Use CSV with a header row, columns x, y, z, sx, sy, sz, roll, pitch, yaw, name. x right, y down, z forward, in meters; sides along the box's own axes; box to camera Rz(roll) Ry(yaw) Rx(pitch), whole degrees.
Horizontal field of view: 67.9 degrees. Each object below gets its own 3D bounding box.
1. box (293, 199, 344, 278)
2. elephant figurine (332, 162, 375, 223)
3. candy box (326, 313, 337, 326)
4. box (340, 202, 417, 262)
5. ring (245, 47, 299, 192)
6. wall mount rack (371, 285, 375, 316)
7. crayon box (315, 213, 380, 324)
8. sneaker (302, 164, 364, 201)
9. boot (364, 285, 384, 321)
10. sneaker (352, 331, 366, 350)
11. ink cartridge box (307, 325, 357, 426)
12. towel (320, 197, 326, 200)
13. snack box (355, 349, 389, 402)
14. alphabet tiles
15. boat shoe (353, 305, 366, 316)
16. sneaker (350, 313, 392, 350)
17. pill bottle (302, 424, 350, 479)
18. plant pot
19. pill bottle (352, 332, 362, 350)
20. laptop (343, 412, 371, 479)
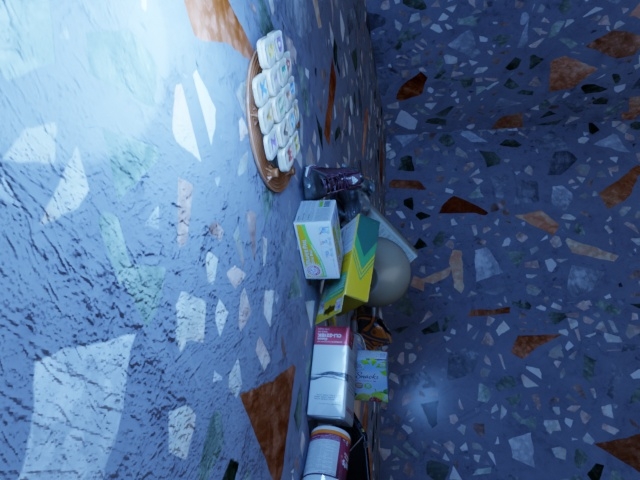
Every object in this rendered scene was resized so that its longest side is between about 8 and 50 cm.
x,y,z,sx,sy,sz,roll,pitch,yaw,name
0.000,0.000,1.357,0.114,0.103,0.203,-76,160,-51,box
0.127,-0.129,1.788,0.169,0.186,0.239,122,-18,-48,elephant figurine
0.051,0.213,1.735,0.206,0.027,0.105,-77,159,-48,candy box
0.246,-0.011,1.980,0.311,0.148,0.121,47,17,0,box
-0.099,-0.280,1.112,0.336,0.032,0.336,-1,90,-76,ring
0.185,0.161,2.126,0.304,0.131,0.350,56,34,-73,wall mount rack
0.084,0.104,1.484,0.203,0.083,0.323,138,-31,-59,crayon box
0.046,-0.185,1.441,0.281,0.163,0.106,-55,142,-69,sneaker
0.267,0.283,2.295,0.222,0.118,0.338,119,-33,-58,boot
0.139,0.495,1.960,0.163,0.086,0.226,42,49,-76,sneaker
0.044,0.427,1.491,0.197,0.114,0.272,67,24,-60,ink cartridge box
0.003,-0.033,1.553,0.144,0.029,0.197,-74,159,-44,towel
0.135,0.474,1.676,0.070,0.207,0.174,-59,146,-67,snack box
-0.087,-0.305,1.054,0.278,0.021,0.284,-71,156,-56,alphabet tiles
0.196,0.307,2.280,0.064,0.060,0.178,67,26,-59,boat shoe
0.237,0.497,2.177,0.124,0.180,0.321,-48,135,-71,sneaker
0.014,0.648,1.332,0.221,0.121,0.121,-76,161,-48,pill bottle
0.188,0.132,1.831,0.191,0.284,0.284,-10,99,-66,plant pot
0.121,0.449,1.883,0.160,0.087,0.087,-76,160,-51,pill bottle
0.055,0.846,1.724,0.408,0.236,0.382,-132,-146,-65,laptop
